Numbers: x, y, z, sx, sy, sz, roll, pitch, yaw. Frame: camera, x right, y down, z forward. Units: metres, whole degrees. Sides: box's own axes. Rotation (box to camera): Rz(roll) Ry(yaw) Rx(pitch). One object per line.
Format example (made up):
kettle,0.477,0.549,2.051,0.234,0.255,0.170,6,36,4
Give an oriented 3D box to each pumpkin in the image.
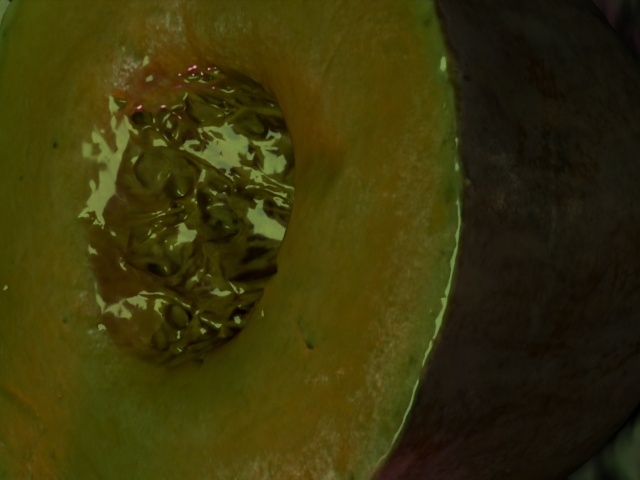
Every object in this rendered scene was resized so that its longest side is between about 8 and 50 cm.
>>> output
pumpkin,0.000,0.000,0.887,0.332,0.199,0.332,-7,80,43

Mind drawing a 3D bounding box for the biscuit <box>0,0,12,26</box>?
biscuit,-0.290,-0.015,1.188,0.394,0.070,0.350,-36,83,20
